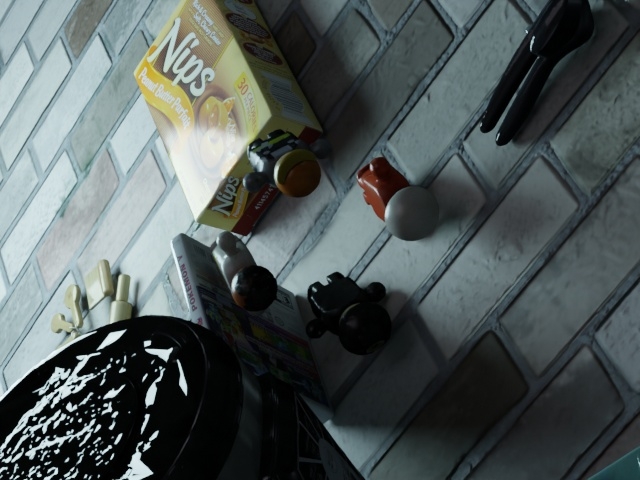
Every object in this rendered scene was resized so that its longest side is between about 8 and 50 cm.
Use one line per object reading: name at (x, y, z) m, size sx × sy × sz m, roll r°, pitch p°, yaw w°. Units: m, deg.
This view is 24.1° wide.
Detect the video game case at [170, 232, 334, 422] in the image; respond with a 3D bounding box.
video game case at (-0.075, 0.098, 1.668) m, size 0.023 × 0.201 × 0.183 m, roll -37°, pitch 48°, yaw 20°

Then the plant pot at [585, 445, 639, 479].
plant pot at (0.299, 0.231, 1.117) m, size 0.166 × 0.234 × 0.165 m, roll -42°, pitch 47°, yaw 35°

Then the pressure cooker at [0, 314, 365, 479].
pressure cooker at (-0.129, 0.323, 1.471) m, size 0.370 × 0.420 × 0.375 m, roll -50°, pitch 32°, yaw -20°

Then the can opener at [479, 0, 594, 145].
can opener at (0.215, -0.180, 1.529) m, size 0.059 × 0.073 × 0.186 m, roll 57°, pitch 130°, yaw 36°

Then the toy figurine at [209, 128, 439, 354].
toy figurine at (0.000, 0.000, 1.600) m, size 0.213 × 0.210 × 0.148 m, roll -65°, pitch 25°, yaw 10°

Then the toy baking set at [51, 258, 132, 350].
toy baking set at (-0.325, 0.158, 2.106) m, size 0.197 × 0.030 × 0.256 m, roll -21°, pitch 60°, yaw 49°

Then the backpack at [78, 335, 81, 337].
backpack at (-0.267, 0.211, 1.933) m, size 0.152 × 0.115 × 0.182 m, roll -8°, pitch 75°, yaw 42°

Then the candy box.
candy box at (-0.126, -0.180, 1.930) m, size 0.183 × 0.088 × 0.316 m, roll -52°, pitch 41°, yaw 26°
